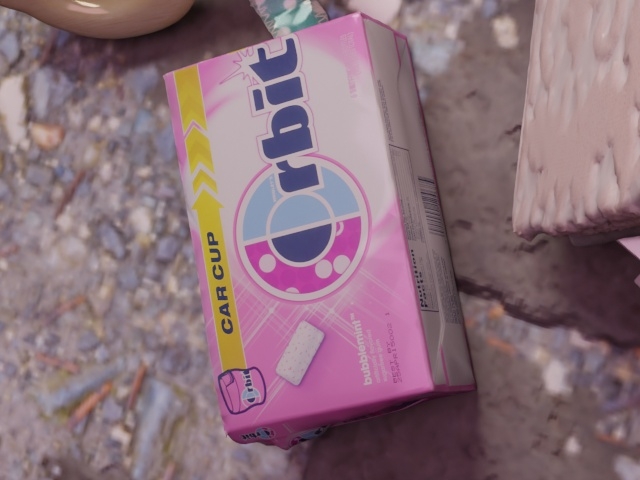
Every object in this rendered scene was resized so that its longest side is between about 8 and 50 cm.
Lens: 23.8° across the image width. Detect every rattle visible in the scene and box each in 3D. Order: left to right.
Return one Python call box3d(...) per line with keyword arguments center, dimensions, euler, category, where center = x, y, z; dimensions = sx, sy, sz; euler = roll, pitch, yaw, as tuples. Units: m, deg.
box3d(center=(-0.074, -0.177, 0.791), dimensions=(0.200, 0.143, 0.130), euler=(1, 119, 10), category="rattle")

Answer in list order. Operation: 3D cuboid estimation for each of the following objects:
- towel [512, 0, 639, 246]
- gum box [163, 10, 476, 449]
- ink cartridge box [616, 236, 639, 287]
box3d(center=(0.141, -0.158, 0.538), dimensions=(0.053, 0.332, 0.317), euler=(7, 88, -6), category="towel")
box3d(center=(0.000, 0.000, 0.723), dimensions=(0.107, 0.062, 0.188), euler=(-15, 80, 23), category="gum box")
box3d(center=(0.213, 0.015, 0.620), dimensions=(0.198, 0.067, 0.115), euler=(44, 104, 22), category="ink cartridge box")
